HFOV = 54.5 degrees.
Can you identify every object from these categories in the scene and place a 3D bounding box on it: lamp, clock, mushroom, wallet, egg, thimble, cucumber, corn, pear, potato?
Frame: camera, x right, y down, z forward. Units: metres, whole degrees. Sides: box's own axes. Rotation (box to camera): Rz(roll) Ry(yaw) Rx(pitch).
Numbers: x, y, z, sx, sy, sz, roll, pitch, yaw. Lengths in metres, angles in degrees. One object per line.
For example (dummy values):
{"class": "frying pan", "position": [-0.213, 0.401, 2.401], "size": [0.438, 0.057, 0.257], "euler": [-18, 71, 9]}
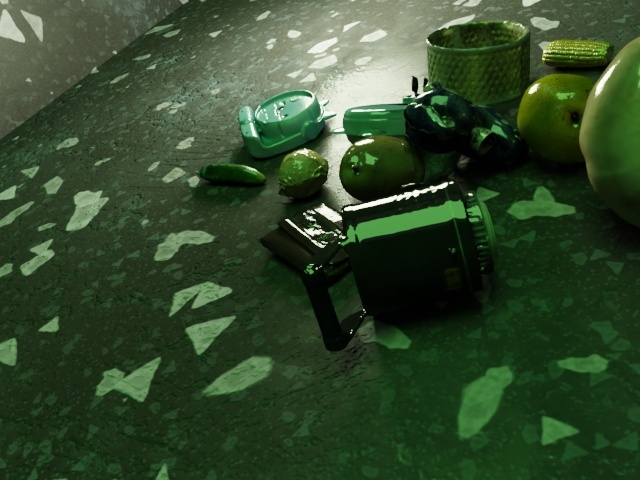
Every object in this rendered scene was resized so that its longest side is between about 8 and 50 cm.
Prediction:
{"class": "lamp", "position": [0.167, 0.015, 1.083], "size": [0.272, 0.204, 0.374], "euler": [-6, 28, 27]}
{"class": "clock", "position": [-0.096, -0.351, 1.787], "size": [0.274, 0.094, 0.223], "euler": [-22, 37, 0]}
{"class": "mushroom", "position": [0.617, -0.199, 1.038], "size": [0.353, 0.325, 0.353], "euler": [-20, 35, 15]}
{"class": "wallet", "position": [0.000, 0.000, 1.326], "size": [0.182, 0.049, 0.229], "euler": [-33, 39, -21]}
{"class": "egg", "position": [-0.044, -0.162, 1.507], "size": [0.140, 0.118, 0.116], "euler": [-35, 80, -32]}
{"class": "thimble", "position": [0.400, -0.456, 1.593], "size": [0.271, 0.149, 0.270], "euler": [-7, 31, 4]}
{"class": "lamp", "position": [0.180, -0.292, 1.524], "size": [0.284, 0.147, 0.209], "euler": [-34, 31, -24]}
{"class": "cucumber", "position": [-0.251, -0.181, 1.678], "size": [0.250, 0.056, 0.056], "euler": [6, 44, 31]}
{"class": "corn", "position": [0.664, -0.482, 1.602], "size": [0.165, 0.063, 0.085], "euler": [16, 40, 38]}
{"class": "pear", "position": [0.502, -0.250, 1.282], "size": [0.198, 0.198, 0.198], "euler": [-14, 37, 10]}
{"class": "potato", "position": [0.124, -0.149, 1.338], "size": [0.175, 0.159, 0.251], "euler": [-19, -4, 26]}

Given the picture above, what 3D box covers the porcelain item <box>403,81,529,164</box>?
{"class": "porcelain item", "position": [0.311, -0.231, 1.330], "size": [0.288, 0.137, 0.186], "euler": [5, 29, -46]}
